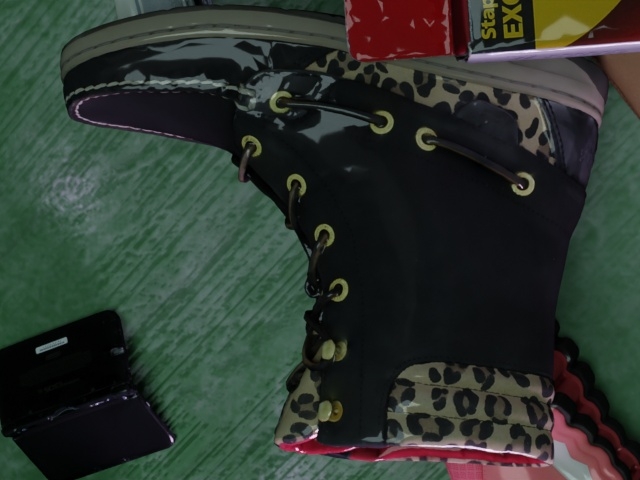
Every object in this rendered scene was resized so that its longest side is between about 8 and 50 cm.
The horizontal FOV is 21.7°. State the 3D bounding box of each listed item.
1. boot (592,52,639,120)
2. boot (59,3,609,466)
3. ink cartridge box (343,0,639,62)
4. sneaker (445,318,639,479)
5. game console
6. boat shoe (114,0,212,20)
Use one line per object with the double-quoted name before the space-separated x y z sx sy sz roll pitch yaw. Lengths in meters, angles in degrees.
"boot" 0.322 -0.107 1.114 0.236 0.089 0.269 -29 94 20
"boot" 0.000 0.000 1.128 0.377 0.138 0.284 5 79 -3
"ink cartridge box" 0.140 -0.266 1.012 0.271 0.130 0.309 -5 94 1
"sneaker" 0.179 0.193 1.236 0.136 0.116 0.314 -37 86 31
"game console" -0.193 0.128 1.355 0.122 0.071 0.107 -21 69 18
"boat shoe" -0.114 -0.225 1.210 0.081 0.079 0.228 -8 109 10
